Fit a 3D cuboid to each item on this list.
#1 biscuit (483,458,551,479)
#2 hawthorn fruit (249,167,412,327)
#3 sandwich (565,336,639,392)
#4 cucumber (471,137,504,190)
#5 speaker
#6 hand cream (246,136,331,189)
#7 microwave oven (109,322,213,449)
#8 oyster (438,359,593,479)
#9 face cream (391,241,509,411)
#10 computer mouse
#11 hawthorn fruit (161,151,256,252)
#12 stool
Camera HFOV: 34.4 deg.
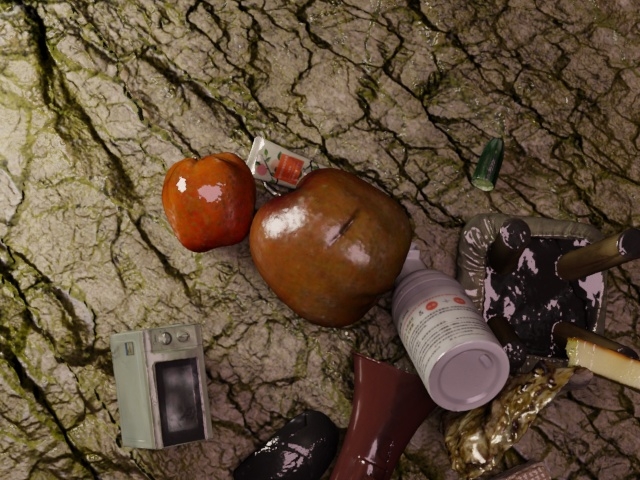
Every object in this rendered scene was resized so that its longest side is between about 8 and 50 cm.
[{"bbox_3d":[0.241,0.544,1.909,0.426,0.078,0.144,-22,87,-11],"label":"biscuit"},{"bbox_3d":[0.000,0.000,1.828,0.300,0.268,0.268,36,81,2],"label":"hawthorn fruit"},{"bbox_3d":[0.490,0.213,1.752,0.162,0.193,0.058,20,86,29],"label":"sandwich"},{"bbox_3d":[0.328,-0.152,2.000,0.048,0.048,0.105,20,80,-7],"label":"cucumber"},{"bbox_3d":[0.116,0.376,1.805,0.198,0.259,0.330,26,76,-33],"label":"speaker"},{"bbox_3d":[-0.024,-0.122,1.946,0.233,0.050,0.080,19,86,-1],"label":"hand cream"},{"bbox_3d":[-0.274,0.253,1.810,0.129,0.163,0.205,-5,87,-33],"label":"microwave oven"},{"bbox_3d":[0.289,0.312,1.757,0.111,0.396,0.204,50,52,2],"label":"oyster"},{"bbox_3d":[0.203,0.134,1.831,0.145,0.370,0.145,-6,119,-10],"label":"face cream"},{"bbox_3d":[-0.056,0.403,1.878,0.217,0.073,0.122,-42,93,-9],"label":"computer mouse"},{"bbox_3d":[-0.199,-0.068,1.852,0.189,0.189,0.189,1,85,-9],"label":"hawthorn fruit"},{"bbox_3d":[0.421,0.100,1.904,0.310,0.226,0.310,4,85,-10],"label":"stool"}]
